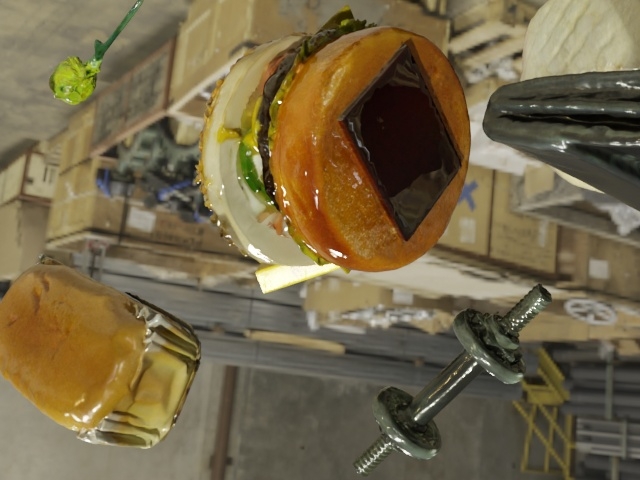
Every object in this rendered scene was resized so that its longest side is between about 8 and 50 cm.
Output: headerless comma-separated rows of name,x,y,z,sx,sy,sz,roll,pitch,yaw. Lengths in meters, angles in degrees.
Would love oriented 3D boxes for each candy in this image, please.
candy,-0.170,-0.147,0.686,0.035,0.035,0.123,26,136,-31

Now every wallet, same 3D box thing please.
wallet,0.338,-0.035,0.716,0.406,0.062,0.228,20,172,-37

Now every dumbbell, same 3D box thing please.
dumbbell,0.117,0.133,0.817,0.081,0.081,0.254,17,121,-46

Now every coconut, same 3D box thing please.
coconut,0.431,-0.228,1.252,0.328,0.329,0.329,6,169,1

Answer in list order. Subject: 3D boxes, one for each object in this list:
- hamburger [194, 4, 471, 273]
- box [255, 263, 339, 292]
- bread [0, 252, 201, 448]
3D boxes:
hamburger,0.008,-0.098,0.975,0.225,0.291,0.291,9,175,45
box,0.000,0.000,1.335,0.152,0.043,0.269,-18,-167,10
bread,-0.235,0.107,0.888,0.241,0.136,0.107,20,174,43
